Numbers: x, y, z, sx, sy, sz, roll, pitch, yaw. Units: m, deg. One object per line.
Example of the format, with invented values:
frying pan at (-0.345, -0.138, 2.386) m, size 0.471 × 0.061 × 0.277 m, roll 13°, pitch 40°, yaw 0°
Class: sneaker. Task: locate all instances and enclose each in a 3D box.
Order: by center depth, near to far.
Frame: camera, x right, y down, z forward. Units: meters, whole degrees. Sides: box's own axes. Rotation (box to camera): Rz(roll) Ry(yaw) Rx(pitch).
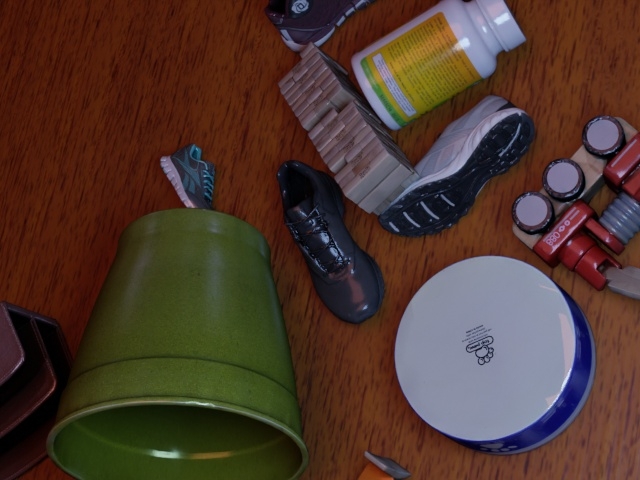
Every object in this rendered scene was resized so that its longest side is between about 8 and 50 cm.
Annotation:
sneaker at (0.195, -0.109, 1.849) m, size 0.271 × 0.100 × 0.108 m, roll -41°, pitch 38°, yaw 10°
sneaker at (0.000, 0.000, 1.879) m, size 0.109 × 0.130 × 0.286 m, roll -33°, pitch 62°, yaw 11°
sneaker at (0.021, -0.438, 2.002) m, size 0.281 × 0.162 × 0.106 m, roll -47°, pitch 59°, yaw 5°
sneaker at (-0.204, -0.098, 2.058) m, size 0.076 × 0.065 × 0.166 m, roll -37°, pitch 61°, yaw 6°

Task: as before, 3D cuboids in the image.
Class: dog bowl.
dog bowl at (0.240, 0.158, 1.715) m, size 0.264 × 0.104 × 0.265 m, roll -9°, pitch 69°, yaw 24°

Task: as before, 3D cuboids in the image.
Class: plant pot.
plant pot at (-0.198, 0.156, 1.825) m, size 0.366 × 0.366 × 0.353 m, roll -15°, pitch 55°, yaw 22°

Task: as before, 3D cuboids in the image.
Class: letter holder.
letter holder at (-0.560, 0.282, 2.053) m, size 0.302 × 0.152 × 0.214 m, roll -35°, pitch 62°, yaw 12°

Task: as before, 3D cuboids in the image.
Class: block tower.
block tower at (0.037, -0.171, 1.890) m, size 0.097 × 0.091 × 0.335 m, roll -43°, pitch 41°, yaw 14°

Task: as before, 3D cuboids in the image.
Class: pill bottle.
pill bottle at (0.182, -0.284, 1.881) m, size 0.245 × 0.136 × 0.136 m, roll -30°, pitch 62°, yaw 15°

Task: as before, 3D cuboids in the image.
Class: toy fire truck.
toy fire truck at (0.409, -0.023, 1.680) m, size 0.217 × 0.158 × 0.246 m, roll -47°, pitch 70°, yaw 4°

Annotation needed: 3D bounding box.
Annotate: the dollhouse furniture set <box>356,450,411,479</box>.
dollhouse furniture set at (0.076, 0.453, 1.675) m, size 0.259 × 0.135 × 0.262 m, roll 34°, pitch 90°, yaw 32°
